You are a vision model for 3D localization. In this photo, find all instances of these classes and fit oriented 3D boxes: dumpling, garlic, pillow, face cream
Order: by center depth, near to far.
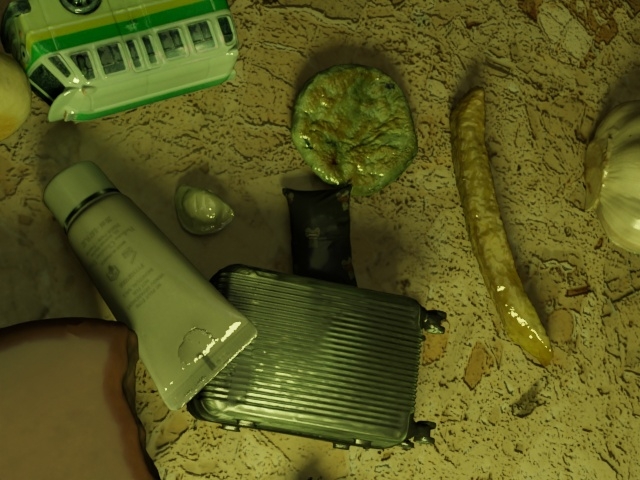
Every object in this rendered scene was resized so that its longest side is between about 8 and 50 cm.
[{"bbox_3d":[-0.216,0.039,1.449,0.143,0.089,0.314,-43,70,9],"label":"face cream"},{"bbox_3d":[-0.152,-0.036,1.561,0.077,0.043,0.059,29,91,-13],"label":"dumpling"},{"bbox_3d":[0.000,0.000,1.597,0.090,0.048,0.150,1,78,-22],"label":"pillow"},{"bbox_3d":[0.480,-0.104,1.739,0.177,0.143,0.230,6,65,-15],"label":"garlic"}]

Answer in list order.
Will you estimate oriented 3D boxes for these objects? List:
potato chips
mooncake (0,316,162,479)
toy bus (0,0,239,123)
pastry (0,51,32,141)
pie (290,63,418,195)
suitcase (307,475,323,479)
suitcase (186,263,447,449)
[{"bbox_3d":[0.237,-0.021,1.677,0.080,0.057,0.407,-10,79,-17],"label":"potato chips"},{"bbox_3d":[-0.302,0.242,1.361,0.326,0.174,0.334,39,69,-3],"label":"mooncake"},{"bbox_3d":[-0.245,-0.248,1.534,0.276,0.133,0.165,-20,82,-22],"label":"toy bus"},{"bbox_3d":[-0.420,-0.163,1.444,0.156,0.156,0.092,-26,75,-23],"label":"pastry"},{"bbox_3d":[0.046,-0.151,1.656,0.186,0.041,0.187,5,74,-18],"label":"pie"},{"bbox_3d":[-0.017,0.360,1.490,0.086,0.059,0.126,43,69,-3],"label":"suitcase"},{"bbox_3d":[-0.006,0.147,1.511,0.312,0.128,0.202,12,74,-14],"label":"suitcase"}]
